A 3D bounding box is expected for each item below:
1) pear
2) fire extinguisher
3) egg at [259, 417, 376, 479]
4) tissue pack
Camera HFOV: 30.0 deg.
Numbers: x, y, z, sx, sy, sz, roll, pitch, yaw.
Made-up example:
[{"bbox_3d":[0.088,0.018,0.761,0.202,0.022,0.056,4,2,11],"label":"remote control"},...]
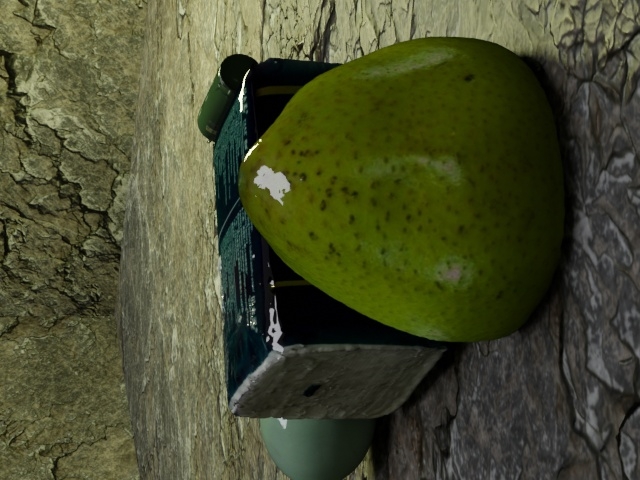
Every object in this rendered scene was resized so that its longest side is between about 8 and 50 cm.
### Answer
[{"bbox_3d":[0.070,-0.076,1.252,0.238,0.317,0.343,109,154,-56],"label":"pear"},{"bbox_3d":[-0.193,-0.274,2.491,0.095,0.114,0.311,-53,3,-26],"label":"fire extinguisher"},{"bbox_3d":[-0.003,0.235,1.696,0.168,0.168,0.231,-173,86,-73],"label":"egg"},{"bbox_3d":[0.000,0.000,1.556,0.264,0.253,0.417,123,144,-57],"label":"tissue pack"}]
